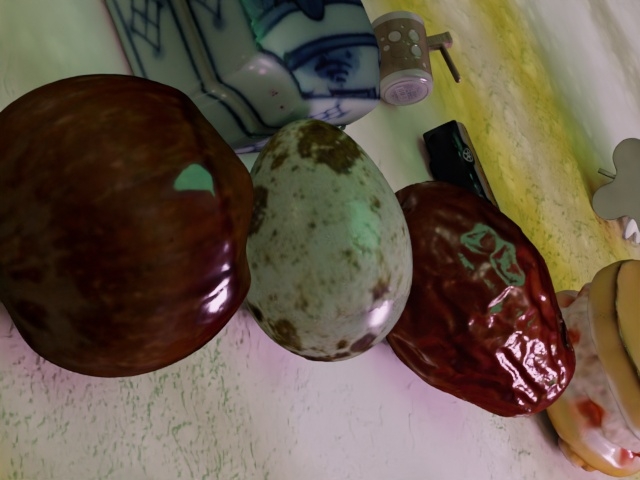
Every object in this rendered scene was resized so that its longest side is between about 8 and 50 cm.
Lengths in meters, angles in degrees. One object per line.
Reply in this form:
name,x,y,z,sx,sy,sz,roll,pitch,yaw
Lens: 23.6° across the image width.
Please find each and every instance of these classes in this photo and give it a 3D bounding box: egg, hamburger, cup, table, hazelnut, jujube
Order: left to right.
hazelnut,-0.157,-0.014,1.172,0.218,0.218,0.234,-21,87,-62
egg,0.000,0.000,1.446,0.169,0.169,0.231,-15,97,-61
cup,0.112,-0.221,1.911,0.102,0.074,0.099,12,58,-32
jujube,0.163,0.064,1.657,0.290,0.197,0.197,51,31,-23
hamburger,0.394,0.171,1.967,0.302,0.186,0.261,0,66,-49
table,0.535,-0.071,2.442,0.198,0.166,0.166,11,59,-65

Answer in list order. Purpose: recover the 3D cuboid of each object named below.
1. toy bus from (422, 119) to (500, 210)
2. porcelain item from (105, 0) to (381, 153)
toy bus,0.187,-0.066,1.944,0.172,0.057,0.072,68,19,5
porcelain item,-0.073,-0.233,1.536,0.281,0.157,0.286,-7,75,-62
